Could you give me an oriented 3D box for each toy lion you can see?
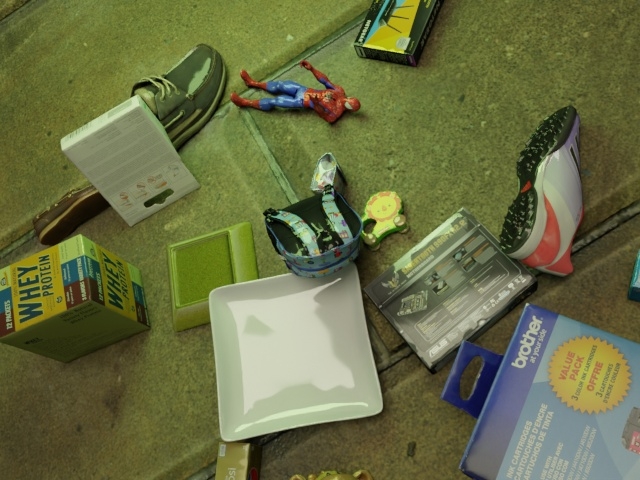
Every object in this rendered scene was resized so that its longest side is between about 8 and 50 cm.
[{"bbox_3d":[0.111,-0.043,1.246,0.100,0.034,0.096,-33,56,4],"label":"toy lion"}]

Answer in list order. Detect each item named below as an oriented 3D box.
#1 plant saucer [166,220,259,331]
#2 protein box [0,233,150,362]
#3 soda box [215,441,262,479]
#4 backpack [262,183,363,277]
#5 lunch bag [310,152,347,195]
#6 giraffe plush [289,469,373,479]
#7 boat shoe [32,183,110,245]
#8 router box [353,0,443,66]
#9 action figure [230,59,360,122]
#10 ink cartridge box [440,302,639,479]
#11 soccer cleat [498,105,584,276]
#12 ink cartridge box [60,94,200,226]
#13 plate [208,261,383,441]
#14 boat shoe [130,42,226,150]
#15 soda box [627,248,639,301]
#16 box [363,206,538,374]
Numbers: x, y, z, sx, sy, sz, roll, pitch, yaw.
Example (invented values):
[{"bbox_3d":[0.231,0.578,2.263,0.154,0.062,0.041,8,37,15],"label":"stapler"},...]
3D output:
[{"bbox_3d":[-0.217,0.061,1.301,0.188,0.045,0.188,-16,64,11],"label":"plant saucer"},{"bbox_3d":[-0.467,0.116,1.273,0.199,0.201,0.136,-23,64,9],"label":"protein box"},{"bbox_3d":[-0.141,0.430,1.117,0.058,0.061,0.181,-2,68,17],"label":"soda box"},{"bbox_3d":[0.000,0.000,1.171,0.158,0.117,0.173,-23,35,-11],"label":"backpack"},{"bbox_3d":[0.020,-0.117,1.281,0.053,0.071,0.083,6,70,18],"label":"lunch bag"},{"bbox_3d":[0.033,0.429,1.026,0.210,0.181,0.170,-38,44,40],"label":"giraffe plush"},{"bbox_3d":[-0.529,-0.075,1.444,0.207,0.073,0.073,-33,64,3],"label":"boat shoe"},{"bbox_3d":[0.163,-0.452,1.384,0.133,0.046,0.179,17,75,23],"label":"router box"},{"bbox_3d":[-0.057,-0.306,1.352,0.280,0.139,0.091,14,75,20],"label":"action figure"},{"bbox_3d":[0.378,0.269,0.966,0.395,0.151,0.270,19,76,26],"label":"ink cartridge box"},{"bbox_3d":[0.396,-0.087,1.141,0.116,0.108,0.318,30,62,-13],"label":"soccer cleat"},{"bbox_3d":[-0.376,-0.156,1.359,0.181,0.225,0.056,-28,42,6],"label":"ink cartridge box"},{"bbox_3d":[-0.048,0.191,1.179,0.277,0.045,0.278,-12,65,6],"label":"plate"},{"bbox_3d":[-0.329,-0.279,1.428,0.132,0.130,0.355,27,79,25],"label":"boat shoe"},{"bbox_3d":[0.583,0.073,1.018,0.210,0.071,0.067,13,73,23],"label":"soda box"},{"bbox_3d":[0.217,0.083,1.143,0.231,0.056,0.183,-40,62,-1],"label":"box"}]
